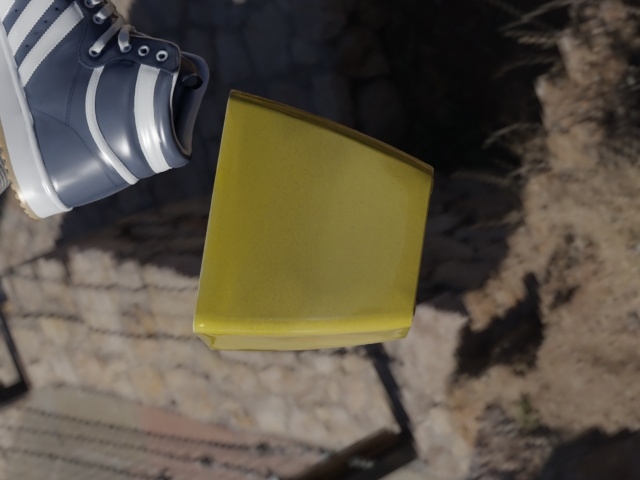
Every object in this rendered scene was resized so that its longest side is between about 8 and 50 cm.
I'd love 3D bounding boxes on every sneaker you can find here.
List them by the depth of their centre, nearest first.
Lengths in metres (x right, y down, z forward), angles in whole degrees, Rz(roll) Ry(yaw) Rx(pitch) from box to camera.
[{"bbox_3d":[-0.175,-0.169,1.209,0.153,0.099,0.282,-14,89,11],"label":"sneaker"}]

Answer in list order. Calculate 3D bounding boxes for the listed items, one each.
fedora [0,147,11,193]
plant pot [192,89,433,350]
[{"bbox_3d":[-0.387,-0.119,1.414,0.244,0.275,0.124,56,169,-25],"label":"fedora"},{"bbox_3d":[0.000,0.000,1.485,0.212,0.187,0.212,80,-162,-81],"label":"plant pot"}]
